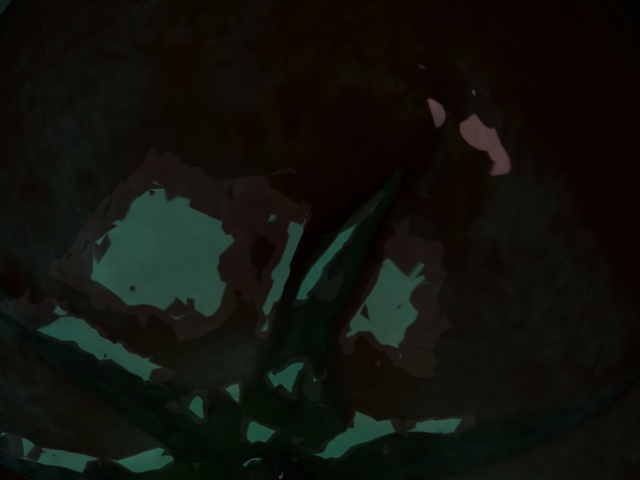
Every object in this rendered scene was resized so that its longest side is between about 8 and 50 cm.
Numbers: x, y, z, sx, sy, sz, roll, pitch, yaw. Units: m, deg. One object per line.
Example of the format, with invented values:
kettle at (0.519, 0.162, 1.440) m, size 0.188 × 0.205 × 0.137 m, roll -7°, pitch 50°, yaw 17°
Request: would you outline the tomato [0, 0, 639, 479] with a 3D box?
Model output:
tomato at (0.000, 0.000, 0.505) m, size 0.264 × 0.265 × 0.265 m, roll 17°, pitch 129°, yaw 22°
